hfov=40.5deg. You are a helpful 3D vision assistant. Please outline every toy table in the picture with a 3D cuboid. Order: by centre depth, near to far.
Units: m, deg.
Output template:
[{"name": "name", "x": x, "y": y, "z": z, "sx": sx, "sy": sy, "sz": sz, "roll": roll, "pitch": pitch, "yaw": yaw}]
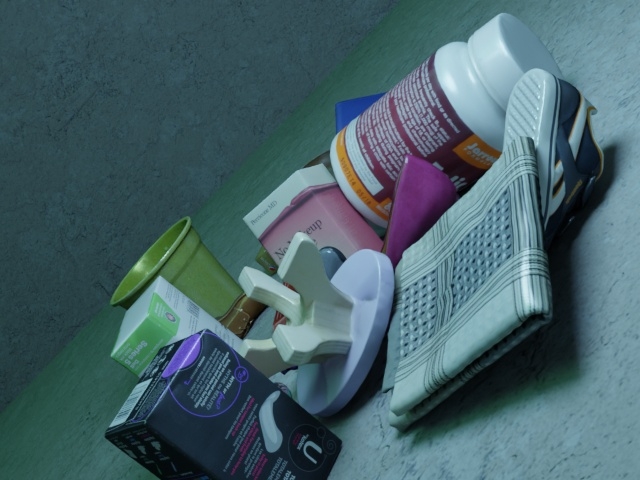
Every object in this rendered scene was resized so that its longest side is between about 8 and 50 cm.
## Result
[{"name": "toy table", "x": -0.019, "y": 0.126, "z": 1.290, "sx": 0.252, "sy": 0.160, "sz": 0.275, "roll": 30, "pitch": 101, "yaw": 62}]

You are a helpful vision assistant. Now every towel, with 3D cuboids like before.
[{"name": "towel", "x": 0.175, "y": 0.055, "z": 1.131, "sx": 0.324, "sy": 0.056, "sz": 0.312, "roll": -51, "pitch": 23, "yaw": 42}]

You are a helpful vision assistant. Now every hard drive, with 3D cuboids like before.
[{"name": "hard drive", "x": 0.142, "y": -0.304, "z": 2.136, "sx": 0.210, "sy": 0.040, "sz": 0.319, "roll": -11, "pitch": 22, "yaw": 5}]

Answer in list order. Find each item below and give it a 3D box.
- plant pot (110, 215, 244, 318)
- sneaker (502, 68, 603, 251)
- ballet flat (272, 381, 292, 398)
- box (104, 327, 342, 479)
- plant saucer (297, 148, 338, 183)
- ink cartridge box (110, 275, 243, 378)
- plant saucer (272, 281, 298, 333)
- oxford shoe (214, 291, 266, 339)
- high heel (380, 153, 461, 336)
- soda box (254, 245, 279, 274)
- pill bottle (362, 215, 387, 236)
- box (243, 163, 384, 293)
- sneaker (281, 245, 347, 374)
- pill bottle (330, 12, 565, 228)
[{"name": "plant pot", "x": -0.316, "y": 0.128, "z": 2.080, "sx": 0.276, "sy": 0.254, "sz": 0.276, "roll": -42, "pitch": 16, "yaw": 15}, {"name": "sneaker", "x": 0.310, "y": -0.067, "z": 1.192, "sx": 0.126, "sy": 0.127, "sz": 0.321, "roll": 0, "pitch": 74, "yaw": 66}, {"name": "ballet flat", "x": -0.128, "y": 0.332, "z": 1.455, "sx": 0.221, "sy": 0.077, "sz": 0.079, "roll": -44, "pitch": 35, "yaw": 9}, {"name": "box", "x": -0.132, "y": 0.276, "z": 1.209, "sx": 0.143, "sy": 0.270, "sz": 0.165, "roll": -27, "pitch": 25, "yaw": 50}, {"name": "plant saucer", "x": 0.003, "y": -0.086, "z": 2.019, "sx": 0.310, "sy": 0.050, "sz": 0.311, "roll": -29, "pitch": 38, "yaw": 26}, {"name": "ink cartridge box", "x": -0.241, "y": 0.219, "z": 1.633, "sx": 0.115, "sy": 0.273, "sz": 0.198, "roll": -47, "pitch": 15, "yaw": 11}, {"name": "plant saucer", "x": 0.000, "y": 0.077, "z": 1.764, "sx": 0.258, "sy": 0.047, "sz": 0.259, "roll": -41, "pitch": 18, "yaw": 23}, {"name": "oxford shoe", "x": -0.174, "y": 0.179, "z": 1.965, "sx": 0.212, "sy": 0.076, "sz": 0.076, "roll": -43, "pitch": 46, "yaw": 8}, {"name": "high heel", "x": 0.077, "y": 0.040, "z": 1.400, "sx": 0.377, "sy": 0.181, "sz": 0.127, "roll": -46, "pitch": 16, "yaw": 5}, {"name": "soda box", "x": -0.099, "y": 0.000, "z": 2.172, "sx": 0.058, "sy": 0.061, "sz": 0.181, "roll": -36, "pitch": 19, "yaw": 36}, {"name": "pill bottle", "x": 0.102, "y": -0.071, "z": 1.762, "sx": 0.087, "sy": 0.087, "sz": 0.160, "roll": -44, "pitch": 19, "yaw": 9}, {"name": "box", "x": 0.000, "y": 0.000, "z": 1.559, "sx": 0.148, "sy": 0.232, "sz": 0.127, "roll": -40, "pitch": -6, "yaw": 23}, {"name": "sneaker", "x": -0.012, "y": 0.122, "z": 1.462, "sx": 0.098, "sy": 0.083, "sz": 0.224, "roll": -24, "pitch": -50, "yaw": -63}, {"name": "pill bottle", "x": 0.223, "y": -0.204, "z": 1.534, "sx": 0.392, "sy": 0.224, "sz": 0.224, "roll": -36, "pitch": 19, "yaw": 35}]
